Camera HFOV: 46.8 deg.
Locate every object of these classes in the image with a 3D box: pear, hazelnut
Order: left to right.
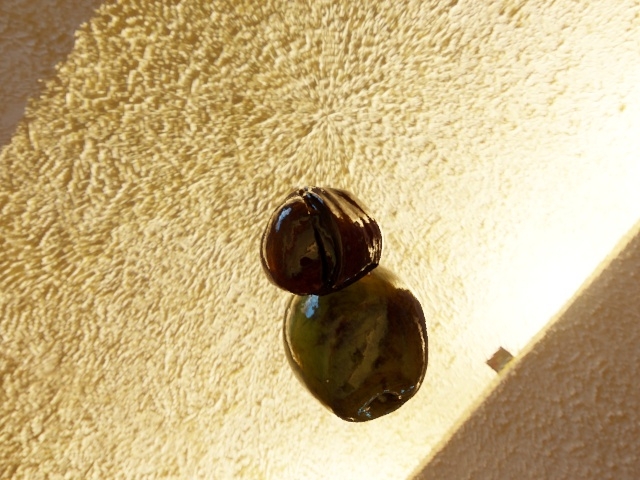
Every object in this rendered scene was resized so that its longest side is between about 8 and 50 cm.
[{"bbox_3d":[0.000,0.000,1.159,0.204,0.178,0.177,-13,-80,-18],"label":"hazelnut"},{"bbox_3d":[0.067,0.174,1.301,0.284,0.283,0.283,0,-80,1],"label":"pear"}]
